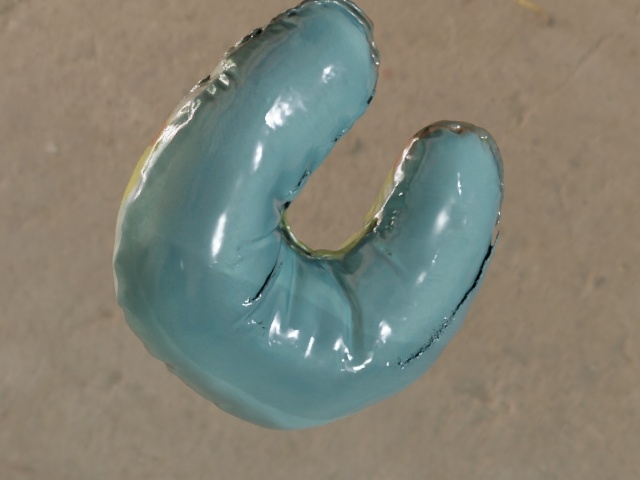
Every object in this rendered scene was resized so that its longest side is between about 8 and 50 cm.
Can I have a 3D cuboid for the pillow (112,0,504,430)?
[{"bbox_3d":[0.000,0.000,0.779,0.233,0.214,0.086,36,4,-37],"label":"pillow"}]
